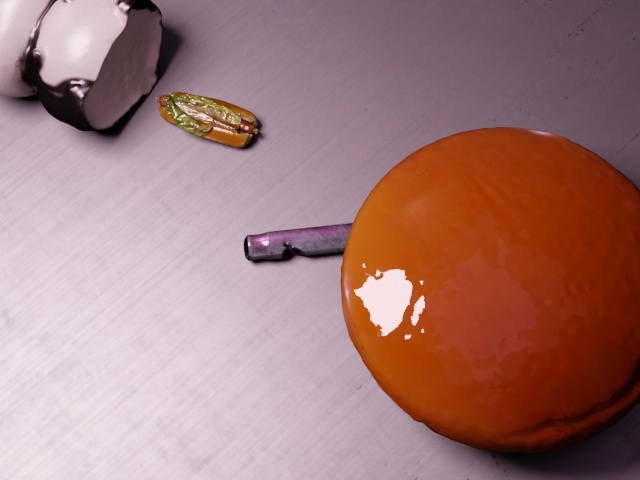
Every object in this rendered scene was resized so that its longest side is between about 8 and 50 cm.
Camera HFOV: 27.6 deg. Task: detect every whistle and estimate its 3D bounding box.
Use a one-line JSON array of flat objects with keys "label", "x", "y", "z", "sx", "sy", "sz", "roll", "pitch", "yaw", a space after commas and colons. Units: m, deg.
[{"label": "whistle", "x": 0.000, "y": 0.000, "z": 1.493, "sx": 0.176, "sy": 0.033, "sz": 0.033, "roll": -6, "pitch": 67, "yaw": -1}]

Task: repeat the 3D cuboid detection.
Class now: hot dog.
[{"label": "hot dog", "x": -0.136, "y": -0.148, "z": 1.551, "sx": 0.133, "sy": 0.041, "sz": 0.056, "roll": 18, "pitch": 68, "yaw": 8}]

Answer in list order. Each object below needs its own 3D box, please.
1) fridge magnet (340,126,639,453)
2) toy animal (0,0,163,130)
[{"label": "fridge magnet", "x": 0.202, "y": 0.050, "z": 1.399, "sx": 0.363, "sy": 0.155, "sz": 0.364, "roll": 0, "pitch": 69, "yaw": -1}, {"label": "toy animal", "x": -0.318, "y": -0.243, "z": 1.526, "sx": 0.235, "sy": 0.165, "sz": 0.187, "roll": 27, "pitch": 87, "yaw": 9}]
